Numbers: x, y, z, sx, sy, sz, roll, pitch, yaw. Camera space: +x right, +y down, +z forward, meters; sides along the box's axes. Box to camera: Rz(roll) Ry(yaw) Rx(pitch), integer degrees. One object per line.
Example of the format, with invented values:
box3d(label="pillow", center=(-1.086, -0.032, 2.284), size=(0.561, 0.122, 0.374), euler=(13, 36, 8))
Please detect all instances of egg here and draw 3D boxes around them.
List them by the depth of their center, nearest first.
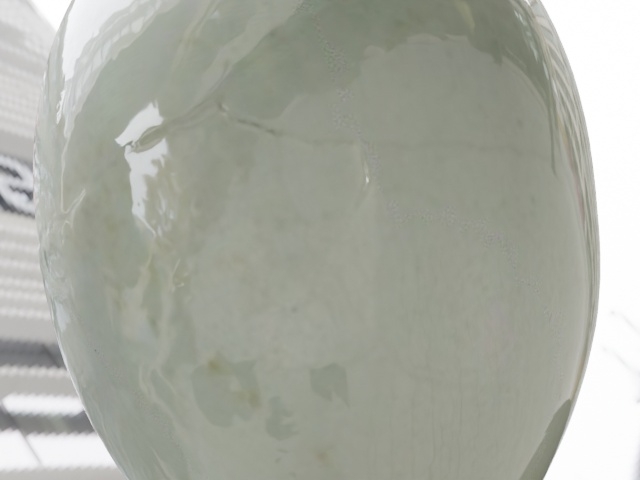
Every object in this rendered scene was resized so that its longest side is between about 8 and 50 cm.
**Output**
box3d(label="egg", center=(0.000, 0.000, 0.477), size=(0.151, 0.209, 0.151), euler=(-7, -8, -1))
